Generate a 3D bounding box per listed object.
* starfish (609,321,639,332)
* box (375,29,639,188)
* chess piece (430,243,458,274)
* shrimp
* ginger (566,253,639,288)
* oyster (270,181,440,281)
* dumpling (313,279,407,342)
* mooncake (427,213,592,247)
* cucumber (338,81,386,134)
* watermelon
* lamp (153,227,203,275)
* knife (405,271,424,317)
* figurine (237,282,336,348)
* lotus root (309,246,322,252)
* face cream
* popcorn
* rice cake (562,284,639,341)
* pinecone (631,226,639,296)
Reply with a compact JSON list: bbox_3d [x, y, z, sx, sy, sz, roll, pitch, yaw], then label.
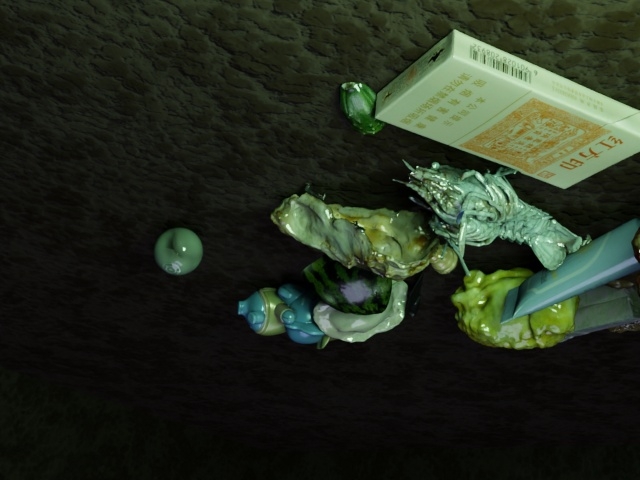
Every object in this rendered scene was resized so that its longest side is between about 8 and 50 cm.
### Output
[{"bbox_3d":[0.686,0.167,2.057,0.189,0.074,0.146,10,152,-13],"label":"starfish"},{"bbox_3d":[0.287,-0.180,1.346,0.365,0.051,0.204,17,155,-23],"label":"box"},{"bbox_3d":[0.202,0.010,1.825,0.060,0.060,0.172,-15,146,42],"label":"chess piece"},{"bbox_3d":[0.286,-0.041,1.568,0.410,0.166,0.221,10,127,-46],"label":"shrimp"},{"bbox_3d":[0.601,0.040,1.755,0.166,0.080,0.333,37,142,-29],"label":"ginger"},{"bbox_3d":[0.059,-0.017,1.684,0.337,0.133,0.197,20,-165,19],"label":"oyster"},{"bbox_3d":[0.098,0.166,2.100,0.228,0.124,0.151,-14,119,-4],"label":"dumpling"},{"bbox_3d":[0.353,-0.001,1.752,0.346,0.057,0.150,-6,125,12],"label":"mooncake"},{"bbox_3d":[0.058,-0.199,1.390,0.067,0.035,0.107,-2,155,23],"label":"cucumber"},{"bbox_3d":[0.053,0.075,1.900,0.145,0.193,0.137,-15,-153,-21],"label":"watermelon"},{"bbox_3d":[-0.301,0.023,1.935,0.105,0.105,0.105,6,158,2],"label":"lamp"},{"bbox_3d":[0.214,0.143,2.132,0.019,0.072,0.245,29,162,14],"label":"knife"},{"bbox_3d":[-0.061,0.181,2.189,0.261,0.154,0.180,5,166,-15],"label":"figurine"},{"bbox_3d":[0.000,0.000,1.867,0.054,0.049,0.099,8,164,-9],"label":"lotus root"},{"bbox_3d":[0.498,0.043,1.656,0.385,0.135,0.086,-30,102,27],"label":"face cream"},{"bbox_3d":[0.430,0.146,1.940,0.285,0.174,0.225,-5,170,39],"label":"popcorn"},{"bbox_3d":[0.579,0.155,2.006,0.050,0.106,0.298,7,160,-29],"label":"rice cake"},{"bbox_3d":[0.656,0.032,1.363,0.397,0.398,0.398,6,158,2],"label":"pinecone"}]
